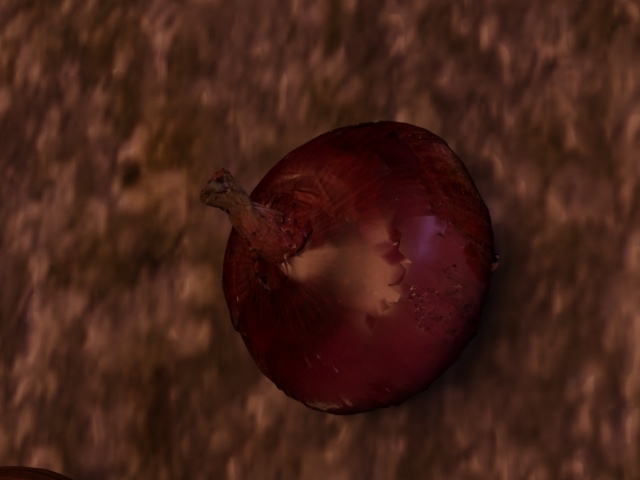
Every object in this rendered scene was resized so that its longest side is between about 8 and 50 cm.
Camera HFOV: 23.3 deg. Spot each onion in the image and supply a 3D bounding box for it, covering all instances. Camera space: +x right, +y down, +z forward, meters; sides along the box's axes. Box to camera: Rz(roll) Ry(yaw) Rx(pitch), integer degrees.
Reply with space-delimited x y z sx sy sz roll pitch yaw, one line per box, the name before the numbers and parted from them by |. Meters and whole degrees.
onion | 0.000 0.000 0.738 0.150 0.140 0.150 -18 56 28

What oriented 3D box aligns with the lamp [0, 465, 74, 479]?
lamp | -0.155 0.179 0.770 0.136 0.136 0.136 -6 75 23
